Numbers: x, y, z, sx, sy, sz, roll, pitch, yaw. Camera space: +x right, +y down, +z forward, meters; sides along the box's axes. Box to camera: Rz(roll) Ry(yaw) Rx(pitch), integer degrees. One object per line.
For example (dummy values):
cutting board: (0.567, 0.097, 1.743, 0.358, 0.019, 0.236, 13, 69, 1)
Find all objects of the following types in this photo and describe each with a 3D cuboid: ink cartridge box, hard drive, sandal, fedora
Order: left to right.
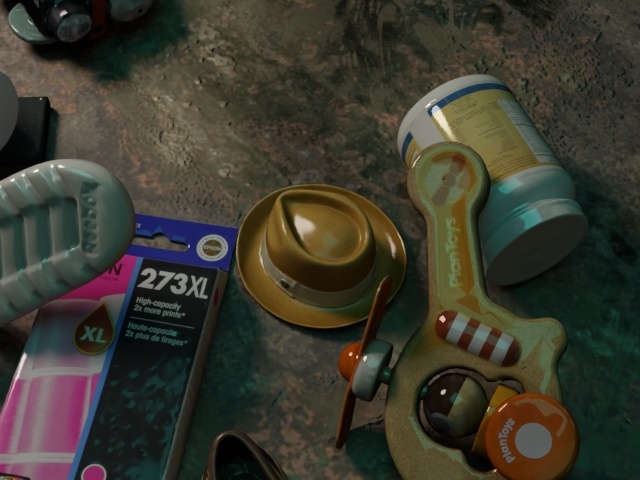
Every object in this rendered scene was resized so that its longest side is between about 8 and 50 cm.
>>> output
sandal: (-0.369, 0.025, 1.089, 0.416, 0.102, 0.169, -12, 100, 15)
hard drive: (-0.393, -0.128, 1.261, 0.135, 0.022, 0.094, -3, 58, -2)
ink cartridge box: (-0.207, 0.115, 1.091, 0.175, 0.069, 0.371, 8, 56, 5)
fedora: (0.000, 0.000, 1.151, 0.194, 0.079, 0.194, 0, 58, 0)

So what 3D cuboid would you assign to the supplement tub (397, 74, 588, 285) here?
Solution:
supplement tub: (0.186, -0.066, 1.155, 0.144, 0.144, 0.200, -20, 61, -13)

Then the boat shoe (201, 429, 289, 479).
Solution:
boat shoe: (-0.031, 0.324, 0.923, 0.123, 0.123, 0.342, -14, 59, -9)

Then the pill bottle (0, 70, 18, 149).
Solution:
pill bottle: (-0.473, -0.180, 1.192, 0.272, 0.152, 0.152, 25, 61, 27)

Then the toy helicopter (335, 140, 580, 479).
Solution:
toy helicopter: (0.119, 0.079, 1.030, 0.235, 0.140, 0.355, -6, 78, 13)

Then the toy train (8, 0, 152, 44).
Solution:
toy train: (-0.349, -0.388, 1.364, 0.190, 0.142, 0.334, -25, 61, -26)
